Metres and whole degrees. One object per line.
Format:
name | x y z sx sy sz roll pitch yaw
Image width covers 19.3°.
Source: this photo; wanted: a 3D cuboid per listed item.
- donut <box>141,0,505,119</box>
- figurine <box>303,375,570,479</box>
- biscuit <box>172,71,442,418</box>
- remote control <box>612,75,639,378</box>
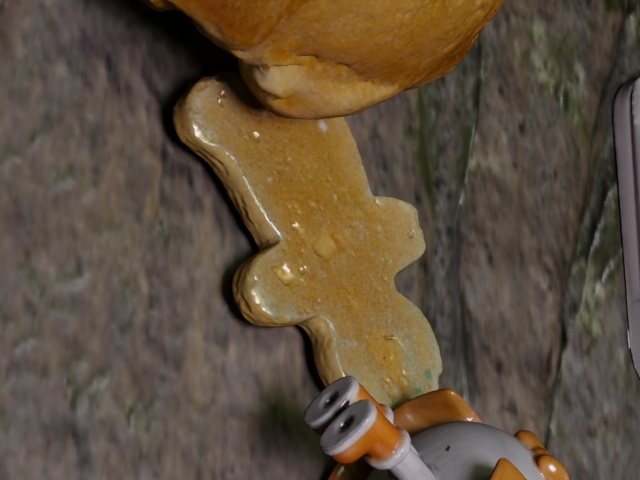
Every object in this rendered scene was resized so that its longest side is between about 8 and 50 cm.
donut | 0.002 -0.224 1.098 0.299 0.150 0.317 27 48 -27
figurine | 0.095 0.174 1.045 0.271 0.143 0.143 31 55 -23
biscuit | 0.000 0.000 1.104 0.153 0.030 0.234 -27 90 -42
remote control | 0.241 -0.003 1.306 0.077 0.022 0.245 13 65 -32
